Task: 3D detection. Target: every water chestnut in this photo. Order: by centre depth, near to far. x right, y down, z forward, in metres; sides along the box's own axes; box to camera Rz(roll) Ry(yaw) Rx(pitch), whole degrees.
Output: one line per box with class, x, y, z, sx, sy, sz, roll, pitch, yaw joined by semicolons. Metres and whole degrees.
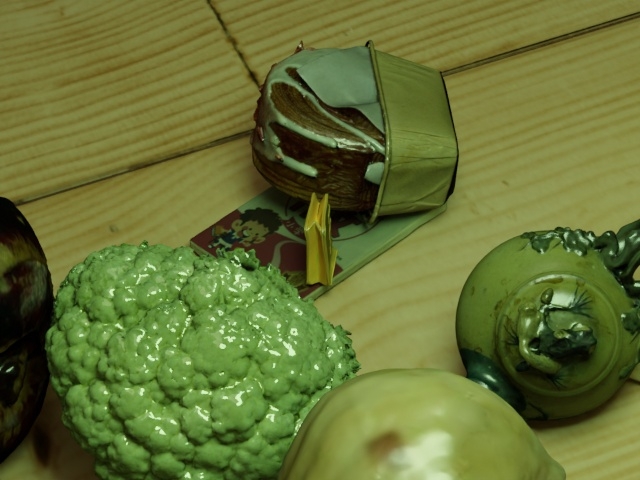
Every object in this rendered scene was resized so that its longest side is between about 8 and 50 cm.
water chestnut;-0.382;0.078;1.491;0.300;0.300;0.300;-5;42;4

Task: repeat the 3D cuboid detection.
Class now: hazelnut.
hazelnut;0.081;0.224;1.300;0.241;0.261;0.261;-7;42;0

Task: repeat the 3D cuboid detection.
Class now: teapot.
teapot;0.219;0.070;1.465;0.269;0.173;0.182;-42;2;6

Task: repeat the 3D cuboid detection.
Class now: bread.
bread;0.033;-0.113;1.734;0.212;0.142;0.224;3;39;-8

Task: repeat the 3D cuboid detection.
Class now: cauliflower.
cauliflower;-0.094;0.119;1.478;0.272;0.275;0.250;-14;7;10

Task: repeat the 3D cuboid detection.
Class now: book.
book;-0.002;-0.018;1.744;0.232;0.022;0.162;-34;49;-25

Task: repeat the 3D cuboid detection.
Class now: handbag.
handbag;0.000;0.000;1.646;0.027;0.083;0.061;3;43;7

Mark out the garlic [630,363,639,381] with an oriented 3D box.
garlic;0.328;0.116;1.529;0.083;0.041;0.053;21;54;19
